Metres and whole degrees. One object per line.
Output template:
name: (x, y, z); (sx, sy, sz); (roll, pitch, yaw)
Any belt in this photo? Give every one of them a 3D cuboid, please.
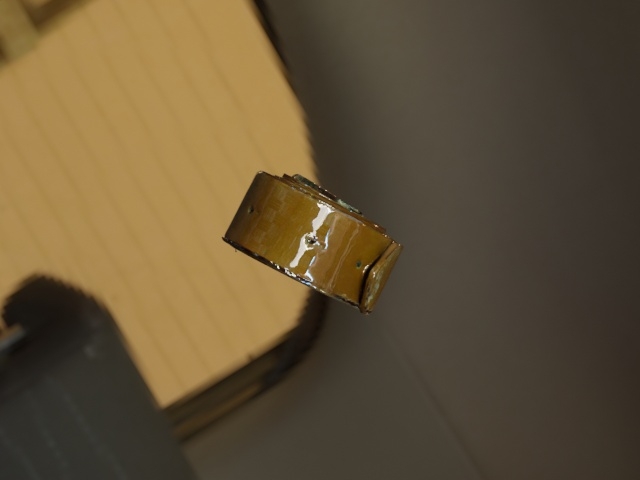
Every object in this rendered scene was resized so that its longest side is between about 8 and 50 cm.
belt: (0.000, 0.000, 0.712); (0.059, 0.036, 0.083); (26, 0, 19)
